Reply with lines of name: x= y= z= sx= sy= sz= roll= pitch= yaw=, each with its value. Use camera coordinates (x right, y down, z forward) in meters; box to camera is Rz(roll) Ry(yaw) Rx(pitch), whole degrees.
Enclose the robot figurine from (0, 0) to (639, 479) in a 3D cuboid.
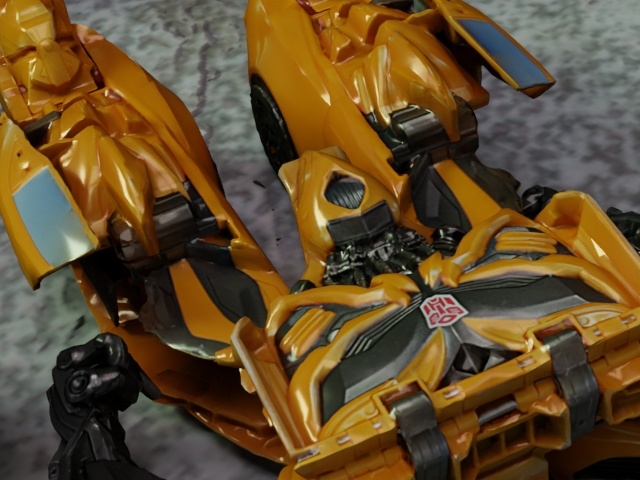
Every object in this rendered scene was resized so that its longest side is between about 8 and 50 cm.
robot figurine: x=0.000 y=0.000 z=0.464 sx=0.211 sy=0.085 sz=0.291 roll=-22 pitch=40 yaw=-13
